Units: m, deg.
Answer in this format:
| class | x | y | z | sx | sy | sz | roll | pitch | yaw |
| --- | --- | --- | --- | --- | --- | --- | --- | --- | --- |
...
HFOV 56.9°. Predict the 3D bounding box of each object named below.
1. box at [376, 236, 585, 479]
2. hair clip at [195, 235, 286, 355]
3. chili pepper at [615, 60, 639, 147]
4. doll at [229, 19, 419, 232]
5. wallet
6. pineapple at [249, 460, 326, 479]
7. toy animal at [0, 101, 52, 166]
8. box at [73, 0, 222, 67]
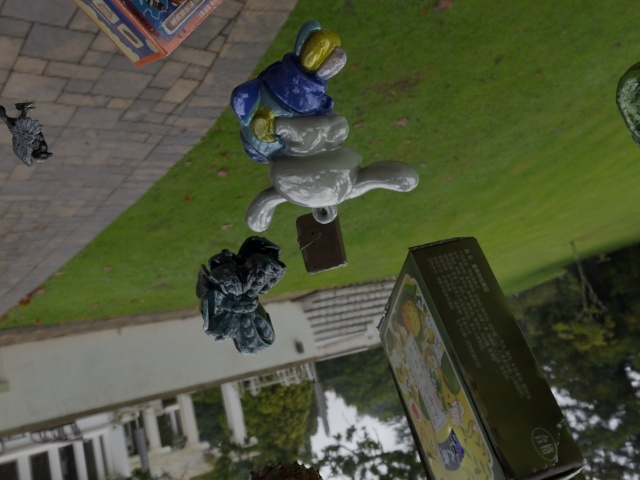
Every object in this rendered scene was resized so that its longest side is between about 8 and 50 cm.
| class | x | y | z | sx | sy | sz | roll | pitch | yaw |
| --- | --- | --- | --- | --- | --- | --- | --- | --- | --- |
| box | 0.249 | 0.260 | 1.073 | 0.138 | 0.420 | 0.373 | -12 | 150 | -13 |
| hair clip | -0.209 | 0.139 | 1.497 | 0.206 | 0.310 | 0.194 | 1 | -152 | -19 |
| chili pepper | 0.432 | -0.058 | 0.595 | 0.076 | 0.359 | 0.085 | -56 | -169 | 25 |
| doll | -0.036 | -0.207 | 1.138 | 0.376 | 0.365 | 0.187 | -17 | -165 | 14 |
| wallet | 0.000 | 0.000 | 1.449 | 0.118 | 0.152 | 0.039 | -18 | 168 | 23 |
| pineapple | -0.047 | 0.370 | 0.778 | 0.166 | 0.166 | 0.193 | -14 | -171 | 3 |
| toy animal | -0.502 | -0.182 | 1.006 | 0.062 | 0.108 | 0.220 | -19 | -178 | -32 |
| box | -0.405 | -0.662 | 1.421 | 0.348 | 0.318 | 0.257 | -51 | -151 | -17 |
